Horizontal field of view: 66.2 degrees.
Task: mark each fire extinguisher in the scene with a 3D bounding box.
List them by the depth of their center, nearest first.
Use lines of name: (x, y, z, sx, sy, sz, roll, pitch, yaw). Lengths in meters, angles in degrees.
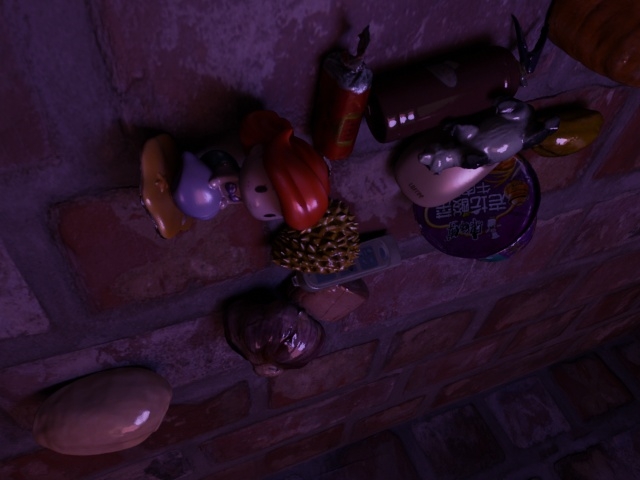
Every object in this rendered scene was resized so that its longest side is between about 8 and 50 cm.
fire extinguisher: (0.242, -0.280, 0.834, 0.344, 0.102, 0.138, -21, 110, -8)

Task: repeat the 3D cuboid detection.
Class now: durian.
durian: (0.002, 0.001, 1.021, 0.183, 0.165, 0.132, 21, 159, -19)

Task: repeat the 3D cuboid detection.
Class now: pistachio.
pistachio: (0.534, -0.231, 1.064, 0.190, 0.110, 0.100, -13, 110, -18)
pistachio: (-0.502, 0.401, 1.155, 0.300, 0.187, 0.187, -7, 140, -16)

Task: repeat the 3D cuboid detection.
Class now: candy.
candy: (0.030, -0.209, 0.791, 0.059, 0.086, 0.292, -17, 145, -27)

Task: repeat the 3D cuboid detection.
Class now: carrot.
carrot: (0.499, -0.342, 0.809, 0.159, 0.225, 0.159, -14, 144, -10)

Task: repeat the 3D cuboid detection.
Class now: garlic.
garlic: (-0.116, 0.233, 1.145, 0.245, 0.160, 0.245, 15, 151, 8)

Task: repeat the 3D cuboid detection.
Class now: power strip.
power strip: (0.065, 0.051, 1.103, 0.286, 0.080, 0.048, -15, 169, -29)

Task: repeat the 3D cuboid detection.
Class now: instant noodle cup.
instant noodle cup: (0.350, -0.064, 1.059, 0.251, 0.251, 0.190, -39, 152, 16)

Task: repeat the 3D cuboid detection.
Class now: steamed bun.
steamed bun: (0.014, 0.119, 1.179, 0.175, 0.106, 0.145, 28, 124, -33)

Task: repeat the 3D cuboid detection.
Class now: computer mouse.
computer mouse: (0.255, -0.165, 0.949, 0.237, 0.082, 0.145, -38, 104, 17)

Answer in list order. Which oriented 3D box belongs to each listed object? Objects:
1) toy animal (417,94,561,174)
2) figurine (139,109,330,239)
toy animal: (0.279, -0.172, 0.845, 0.225, 0.093, 0.121, -25, 173, 4)
figurine: (-0.110, -0.100, 0.729, 0.257, 0.208, 0.180, -2, 102, 10)
